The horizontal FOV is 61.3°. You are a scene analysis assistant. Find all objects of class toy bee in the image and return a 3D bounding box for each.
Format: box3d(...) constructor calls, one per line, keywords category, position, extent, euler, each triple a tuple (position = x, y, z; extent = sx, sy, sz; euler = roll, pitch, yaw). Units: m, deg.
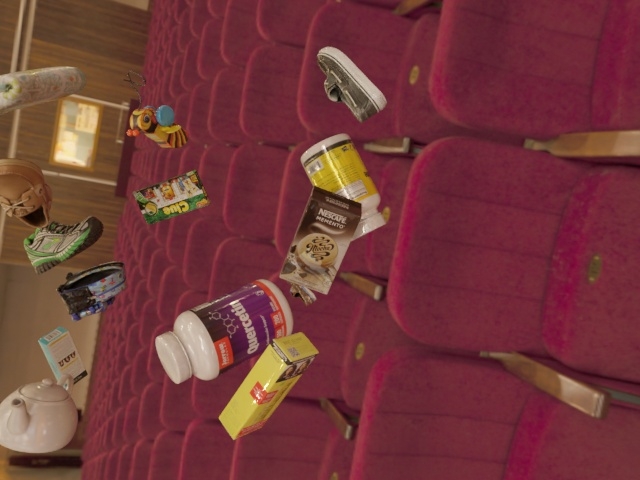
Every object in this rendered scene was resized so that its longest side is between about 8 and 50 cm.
box3d(category="toy bee", position=(-0.581, -0.391, 1.819), extent=(0.195, 0.298, 0.162), euler=(-7, 53, 48))

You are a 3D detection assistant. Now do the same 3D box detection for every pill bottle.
box3d(category="pill bottle", position=(-0.241, 0.233, 1.374), extent=(0.181, 0.323, 0.181), euler=(31, 133, 41))
box3d(category="pill bottle", position=(0.085, -0.173, 1.819), extent=(0.334, 0.188, 0.188), euler=(63, 154, 2))

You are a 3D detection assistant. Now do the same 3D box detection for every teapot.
box3d(category="teapot", position=(-0.857, 0.514, 1.658), extent=(0.256, 0.252, 0.187), euler=(14, 87, 47))

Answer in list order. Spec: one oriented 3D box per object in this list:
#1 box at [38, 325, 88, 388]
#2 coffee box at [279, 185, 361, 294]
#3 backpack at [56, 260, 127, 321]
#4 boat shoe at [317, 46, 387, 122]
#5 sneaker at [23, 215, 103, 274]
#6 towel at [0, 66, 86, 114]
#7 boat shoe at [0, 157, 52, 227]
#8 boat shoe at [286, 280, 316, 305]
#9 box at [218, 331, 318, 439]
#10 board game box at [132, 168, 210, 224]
box3d(category="box", position=(-1.019, 0.468, 2.147), extent=(0.060, 0.100, 0.244), euler=(17, 128, 31))
box3d(category="coffee box", position=(0.000, 0.000, 1.707), extent=(0.119, 0.168, 0.297), euler=(-80, 11, -64))
box3d(category="backpack", position=(-0.616, 0.131, 1.501), extent=(0.158, 0.173, 0.117), euler=(-142, 32, -71))
box3d(category="boat shoe", position=(0.066, -0.491, 1.688), extent=(0.119, 0.121, 0.335), euler=(-39, 54, 0))
box3d(category="sneaker", position=(-0.860, -0.005, 1.779), extent=(0.343, 0.146, 0.134), euler=(-23, 15, 24))
box3d(category="towel", position=(-0.889, -0.390, 1.498), extent=(0.320, 0.374, 0.090), euler=(-74, -32, -65))
box3d(category="boat shoe", position=(-0.786, -0.120, 1.431), extent=(0.341, 0.121, 0.110), euler=(119, 141, -75))
box3d(category="boat shoe", position=(-0.103, 0.224, 2.453), extent=(0.183, 0.066, 0.066), euler=(38, 155, 26))
box3d(category="box", position=(-0.102, 0.278, 1.032), extent=(0.058, 0.087, 0.232), euler=(48, 117, 26))
box3d(category="board game box", position=(-0.545, -0.156, 1.978), extent=(0.030, 0.260, 0.136), euler=(-75, -35, -66))
